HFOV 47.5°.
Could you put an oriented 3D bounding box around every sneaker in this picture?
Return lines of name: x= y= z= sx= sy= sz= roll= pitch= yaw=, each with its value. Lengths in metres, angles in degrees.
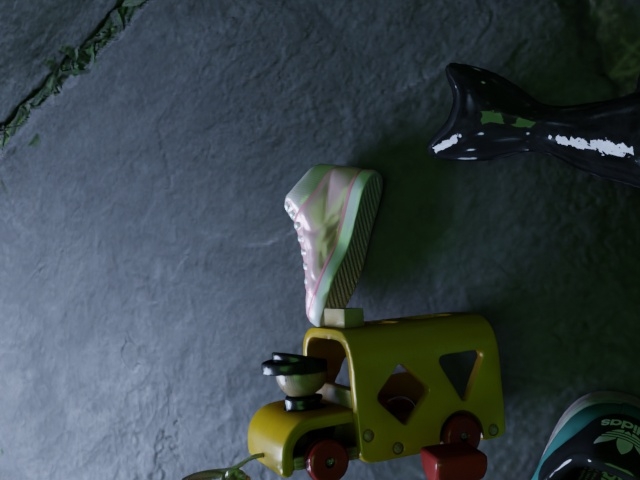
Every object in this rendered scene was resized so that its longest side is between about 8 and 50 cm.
sneaker: x=0.150 y=0.250 z=0.486 sx=0.108 sy=0.121 sz=0.302 roll=18 pitch=99 yaw=25
sneaker: x=0.000 y=0.000 z=0.600 sx=0.070 sy=0.051 sz=0.134 roll=19 pitch=95 yaw=27

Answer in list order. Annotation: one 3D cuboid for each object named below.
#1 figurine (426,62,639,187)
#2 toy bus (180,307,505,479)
figurine: x=0.185 y=-0.144 z=0.493 sx=0.209 sy=0.092 sz=0.215 roll=12 pitch=95 yaw=30
toy bus: x=0.026 y=0.099 z=0.508 sx=0.190 sy=0.202 sz=0.105 roll=-6 pitch=87 yaw=21
